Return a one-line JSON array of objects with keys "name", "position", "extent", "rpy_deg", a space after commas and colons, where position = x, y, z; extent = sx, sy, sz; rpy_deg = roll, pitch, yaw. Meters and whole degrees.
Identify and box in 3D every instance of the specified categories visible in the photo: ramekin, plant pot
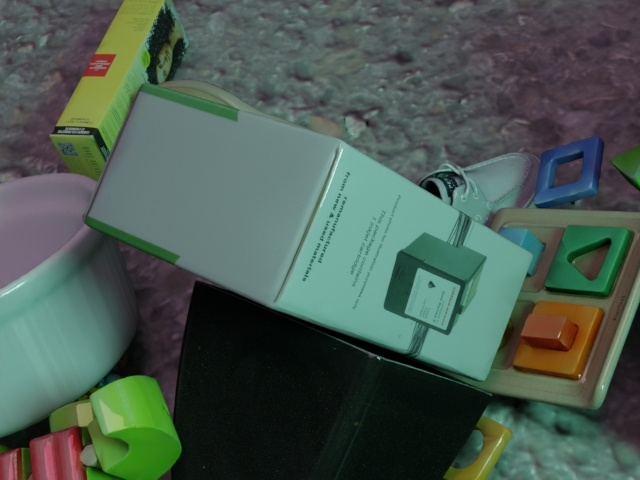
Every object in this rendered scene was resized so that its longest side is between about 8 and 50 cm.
[{"name": "ramekin", "position": [-0.301, 0.063, 1.086], "extent": [0.277, 0.135, 0.277], "rpy_deg": [-17, 26, 8]}, {"name": "plant pot", "position": [-0.007, 0.153, 0.939], "extent": [0.188, 0.187, 0.167], "rpy_deg": [18, 87, 36]}]

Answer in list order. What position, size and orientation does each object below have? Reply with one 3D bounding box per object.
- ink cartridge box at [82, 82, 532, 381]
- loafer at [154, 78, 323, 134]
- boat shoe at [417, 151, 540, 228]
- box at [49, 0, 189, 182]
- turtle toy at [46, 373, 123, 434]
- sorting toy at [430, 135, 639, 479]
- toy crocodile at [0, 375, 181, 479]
[{"name": "ink cartridge box", "position": [0.000, 0.000, 0.926], "extent": [0.211, 0.289, 0.121], "rpy_deg": [20, 87, 38]}, {"name": "loafer", "position": [-0.095, -0.088, 1.225], "extent": [0.268, 0.102, 0.092], "rpy_deg": [19, 53, 27]}, {"name": "boat shoe", "position": [0.119, -0.026, 1.126], "extent": [0.227, 0.081, 0.079], "rpy_deg": [-33, 51, -12]}, {"name": "box", "position": [-0.221, -0.174, 1.342], "extent": [0.058, 0.087, 0.232], "rpy_deg": [6, 55, 20]}, {"name": "turtle toy", "position": [-0.205, 0.170, 1.066], "extent": [0.095, 0.066, 0.130], "rpy_deg": [-7, 57, 10]}, {"name": "sorting toy", "position": [0.180, 0.046, 1.005], "extent": [0.196, 0.047, 0.347], "rpy_deg": [1, 59, 50]}, {"name": "toy crocodile", "position": [-0.244, 0.206, 0.964], "extent": [0.340, 0.105, 0.115], "rpy_deg": [-26, 62, 27]}]
